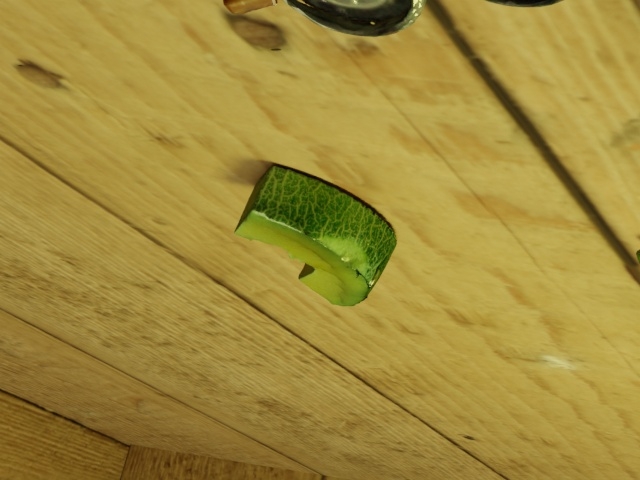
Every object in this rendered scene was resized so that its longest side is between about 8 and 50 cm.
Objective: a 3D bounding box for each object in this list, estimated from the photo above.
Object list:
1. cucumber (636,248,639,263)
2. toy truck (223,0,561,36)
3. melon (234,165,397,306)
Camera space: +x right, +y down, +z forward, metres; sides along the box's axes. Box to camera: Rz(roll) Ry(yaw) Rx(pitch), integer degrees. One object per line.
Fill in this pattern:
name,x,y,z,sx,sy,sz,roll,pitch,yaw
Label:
cucumber,0.338,0.032,1.010,0.155,0.037,0.037,16,161,-6
toy truck,0.078,-0.198,0.334,0.387,0.173,0.207,-2,147,46
melon,0.000,0.000,1.133,0.118,0.064,0.209,3,156,45
